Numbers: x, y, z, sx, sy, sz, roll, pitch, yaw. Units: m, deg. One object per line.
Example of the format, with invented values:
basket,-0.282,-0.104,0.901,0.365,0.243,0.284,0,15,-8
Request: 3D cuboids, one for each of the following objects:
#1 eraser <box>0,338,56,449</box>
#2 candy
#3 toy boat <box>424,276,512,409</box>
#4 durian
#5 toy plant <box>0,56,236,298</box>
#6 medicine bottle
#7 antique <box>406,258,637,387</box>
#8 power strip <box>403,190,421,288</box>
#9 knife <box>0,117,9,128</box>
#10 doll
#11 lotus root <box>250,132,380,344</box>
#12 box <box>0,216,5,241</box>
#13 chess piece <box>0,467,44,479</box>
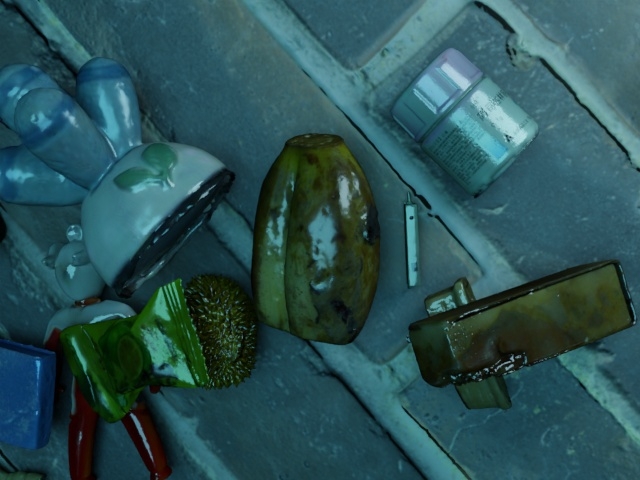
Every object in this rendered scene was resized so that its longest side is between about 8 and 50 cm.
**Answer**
eraser,-0.527,0.199,1.442,0.311,0.042,0.144,11,101,19
candy,-0.238,0.152,1.325,0.246,0.069,0.149,-23,92,41
toy boat,0.201,0.148,1.357,0.061,0.116,0.188,-21,88,12
durian,-0.145,0.130,1.380,0.136,0.168,0.158,-20,108,-9
toy plant,-0.307,-0.113,1.336,0.332,0.247,0.247,43,97,0
medicine bottle,0.192,-0.158,1.332,0.168,0.135,0.135,43,97,4
antique,0.262,0.107,1.278,0.309,0.087,0.093,-15,89,-30
power strip,0.128,-0.001,1.388,0.019,0.051,0.136,-2,92,3
knife,-0.488,-0.202,1.467,0.121,0.018,0.031,36,98,2
doll,-0.322,0.166,1.433,0.188,0.099,0.384,-7,96,15
lotus root,-0.004,0.000,1.342,0.193,0.193,0.291,5,94,6
box,-0.575,-0.023,1.449,0.201,0.090,0.145,-25,90,8
chess piece,-0.474,0.358,1.474,0.122,0.066,0.066,10,94,1
